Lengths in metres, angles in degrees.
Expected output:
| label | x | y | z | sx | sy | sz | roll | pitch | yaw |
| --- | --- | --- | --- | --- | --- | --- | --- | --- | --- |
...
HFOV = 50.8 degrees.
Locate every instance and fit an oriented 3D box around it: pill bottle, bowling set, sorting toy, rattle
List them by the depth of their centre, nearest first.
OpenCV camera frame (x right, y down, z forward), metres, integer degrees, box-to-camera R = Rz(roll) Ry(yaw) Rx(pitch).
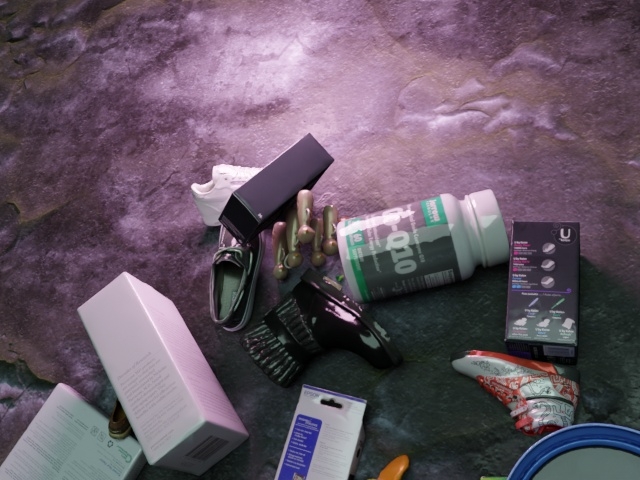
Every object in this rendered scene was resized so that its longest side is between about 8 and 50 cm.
| label | x | y | z | sx | sy | sz | roll | pitch | yaw |
| --- | --- | --- | --- | --- | --- | --- | --- | --- | --- |
| rattle | 0.163 | 0.578 | 1.407 | 0.130 | 0.142 | 0.200 | -43 | 72 | 32 |
| pill bottle | 0.233 | 0.010 | 1.547 | 0.360 | 0.204 | 0.204 | -15 | 62 | 8 |
| bowling set | 0.000 | 0.000 | 1.663 | 0.199 | 0.287 | 0.154 | 5 | 70 | -15 |
| sorting toy | 0.023 | 0.113 | 1.688 | 0.062 | 0.012 | 0.083 | 29 | 78 | 29 |

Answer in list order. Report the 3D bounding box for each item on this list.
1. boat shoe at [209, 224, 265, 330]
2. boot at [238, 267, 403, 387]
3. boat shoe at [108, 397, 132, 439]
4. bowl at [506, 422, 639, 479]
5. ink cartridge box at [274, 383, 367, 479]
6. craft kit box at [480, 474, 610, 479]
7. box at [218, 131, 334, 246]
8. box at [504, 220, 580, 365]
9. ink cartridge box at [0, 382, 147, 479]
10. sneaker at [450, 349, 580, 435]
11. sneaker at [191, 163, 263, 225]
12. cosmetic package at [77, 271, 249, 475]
| label | x | y | z | sx | sy | sz | roll | pitch | yaw |
| --- | --- | --- | --- | --- | --- | --- | --- | --- | --- |
| boat shoe | -0.213 | 0.058 | 1.706 | 0.121 | 0.119 | 0.335 | -2 | 77 | 12 |
| boot | -0.003 | 0.250 | 1.564 | 0.260 | 0.131 | 0.348 | -46 | 54 | -10 |
| boat shoe | -0.474 | 0.403 | 1.668 | 0.064 | 0.060 | 0.178 | 8 | 38 | 5 |
| bowl | 0.518 | 0.534 | 1.213 | 0.390 | 0.077 | 0.391 | -8 | 63 | 16 |
| ink cartridge box | -0.006 | 0.500 | 1.486 | 0.165 | 0.065 | 0.333 | 10 | 71 | 24 |
| craft kit box | 0.442 | 0.584 | 1.291 | 0.246 | 0.061 | 0.250 | -5 | 64 | 15 |
| box | -0.109 | -0.123 | 1.645 | 0.103 | 0.184 | 0.261 | 48 | 63 | -1 |
| box | 0.477 | 0.111 | 1.437 | 0.143 | 0.165 | 0.271 | 1 | 67 | 20 |
| ink cartridge box | -0.626 | 0.576 | 1.669 | 0.324 | 0.071 | 0.330 | 27 | 78 | 26 |
| sneaker | 0.396 | 0.320 | 1.411 | 0.270 | 0.090 | 0.145 | 6 | 66 | 20 |
| sneaker | -0.204 | -0.148 | 1.808 | 0.305 | 0.152 | 0.114 | -23 | 29 | 7 |
| cosmetic package | -0.379 | 0.315 | 1.612 | 0.161 | 0.230 | 0.453 | -38 | 58 | 0 |
